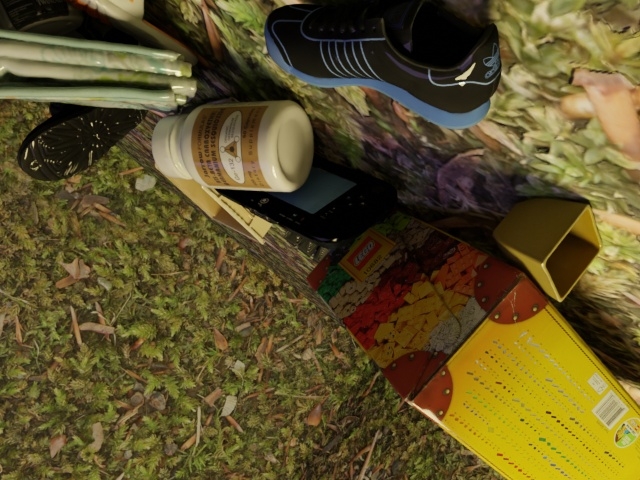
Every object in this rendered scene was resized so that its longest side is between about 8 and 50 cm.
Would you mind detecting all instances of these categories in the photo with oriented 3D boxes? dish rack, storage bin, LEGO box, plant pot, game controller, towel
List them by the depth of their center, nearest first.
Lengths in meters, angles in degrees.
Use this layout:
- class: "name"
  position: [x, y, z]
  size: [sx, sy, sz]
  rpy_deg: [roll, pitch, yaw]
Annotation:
- class: "plant pot"
  position: [0.242, 0.001, 0.541]
  size: [0.083, 0.081, 0.081]
  rpy_deg: [33, 170, 50]
- class: "towel"
  position: [-0.396, -0.253, 0.773]
  size: [0.374, 0.090, 0.320]
  rpy_deg: [1, -169, -18]
- class: "LEGO box"
  position: [0.258, 0.197, 0.780]
  size: [0.500, 0.193, 0.372]
  rpy_deg: [42, 180, -25]
- class: "game controller"
  position: [-0.037, -0.084, 0.790]
  size: [0.319, 0.166, 0.067]
  rpy_deg: [26, 131, 37]
- class: "dish rack"
  position: [0.000, 0.000, 1.224]
  size: [0.208, 0.074, 0.271]
  rpy_deg: [34, 166, 4]
- class: "storage bin"
  position: [-0.263, -0.143, 1.276]
  size: [0.262, 0.123, 0.260]
  rpy_deg: [24, 163, 45]

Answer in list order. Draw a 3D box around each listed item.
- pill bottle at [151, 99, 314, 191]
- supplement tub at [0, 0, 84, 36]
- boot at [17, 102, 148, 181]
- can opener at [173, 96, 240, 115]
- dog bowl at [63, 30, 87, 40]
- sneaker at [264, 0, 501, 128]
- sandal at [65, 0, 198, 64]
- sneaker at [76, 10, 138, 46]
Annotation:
- class: "pill bottle"
  position: [-0.137, -0.143, 0.750]
  size: [0.229, 0.131, 0.131]
  rpy_deg: [5, 154, 26]
- class: "supplement tub"
  position: [-0.437, -0.395, 0.704]
  size: [0.117, 0.117, 0.191]
  rpy_deg: [12, 125, 63]
- class: "boot"
  position: [-0.626, -0.295, 1.221]
  size: [0.260, 0.348, 0.131]
  rpy_deg: [24, 144, 31]
- class: "can opener"
  position: [-0.216, -0.215, 0.936]
  size: [0.283, 0.095, 0.076]
  rpy_deg: [9, 151, 51]
- class: "dog bowl"
  position: [-0.531, -0.425, 1.013]
  size: [0.348, 0.102, 0.349]
  rpy_deg: [34, 169, 8]
- class: "sneaker"
  position: [0.044, -0.177, 0.425]
  size: [0.232, 0.081, 0.090]
  rpy_deg: [25, 162, 19]
- class: "sandal"
  position: [-0.281, -0.345, 0.709]
  size: [0.102, 0.076, 0.265]
  rpy_deg: [25, -175, 34]
- class: "sneaker"
  position: [-0.397, -0.392, 0.810]
  size: [0.227, 0.087, 0.130]
  rpy_deg: [41, 166, -35]
